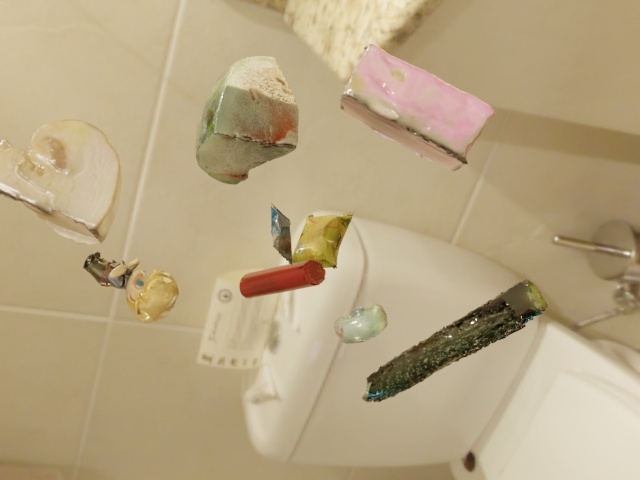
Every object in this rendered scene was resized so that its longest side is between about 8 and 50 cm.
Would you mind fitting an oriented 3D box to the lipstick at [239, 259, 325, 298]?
[{"bbox_3d":[-0.103,0.099,1.743,0.280,0.073,0.073,-14,67,48],"label":"lipstick"}]

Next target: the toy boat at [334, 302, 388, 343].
[{"bbox_3d":[0.095,0.192,1.707,0.208,0.134,0.079,-142,30,-85],"label":"toy boat"}]

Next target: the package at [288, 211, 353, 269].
[{"bbox_3d":[0.000,0.000,2.030,0.168,0.090,0.226,-4,47,29],"label":"package"}]

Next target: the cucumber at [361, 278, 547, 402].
[{"bbox_3d":[0.143,0.123,0.784,0.257,0.044,0.043,-38,64,31],"label":"cucumber"}]

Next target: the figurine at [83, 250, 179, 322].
[{"bbox_3d":[-0.382,0.084,1.408,0.108,0.196,0.114,-55,3,-1],"label":"figurine"}]

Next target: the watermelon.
[{"bbox_3d":[-0.132,-0.253,1.437,0.320,0.214,0.289,93,-161,-64],"label":"watermelon"}]

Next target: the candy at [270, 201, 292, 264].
[{"bbox_3d":[-0.094,-0.017,1.646,0.038,0.088,0.136,-17,56,19],"label":"candy"}]

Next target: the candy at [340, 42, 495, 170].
[{"bbox_3d":[0.169,-0.235,1.256,0.115,0.265,0.155,-62,-4,0],"label":"candy"}]

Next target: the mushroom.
[{"bbox_3d":[-0.439,-0.103,1.212,0.162,0.236,0.173,101,-167,-70],"label":"mushroom"}]
